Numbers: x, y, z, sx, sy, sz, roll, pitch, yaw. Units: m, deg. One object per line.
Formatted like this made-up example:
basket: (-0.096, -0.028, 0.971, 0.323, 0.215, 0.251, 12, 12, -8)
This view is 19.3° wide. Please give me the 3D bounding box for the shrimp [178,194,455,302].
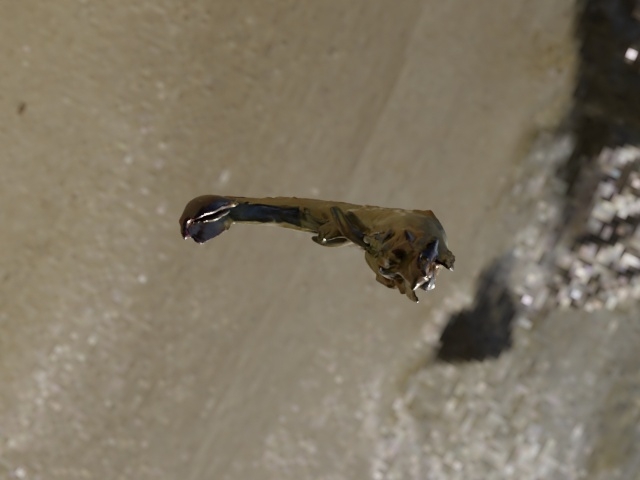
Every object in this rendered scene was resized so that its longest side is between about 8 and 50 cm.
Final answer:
shrimp: (0.000, 0.000, 0.557, 0.114, 0.083, 0.023, -127, -136, -78)
